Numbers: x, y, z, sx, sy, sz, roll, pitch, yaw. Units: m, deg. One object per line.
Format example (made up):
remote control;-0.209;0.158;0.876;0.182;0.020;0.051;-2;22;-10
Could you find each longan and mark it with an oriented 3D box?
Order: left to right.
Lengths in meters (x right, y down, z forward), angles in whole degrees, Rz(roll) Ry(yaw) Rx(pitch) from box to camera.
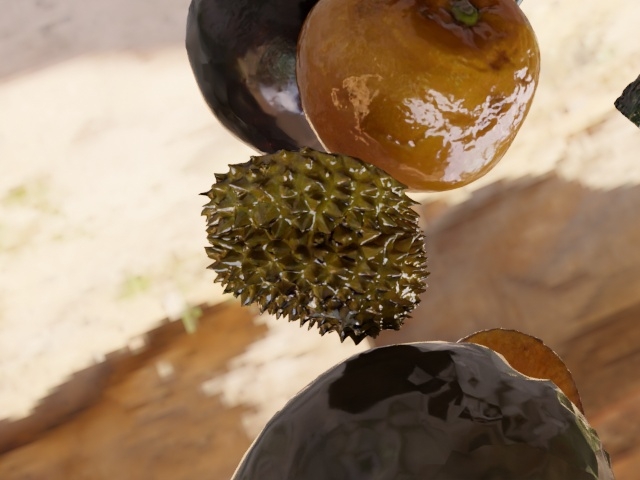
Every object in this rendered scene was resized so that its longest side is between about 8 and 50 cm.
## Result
longan;0.090;0.316;1.903;0.436;0.404;0.404;-58;172;-8

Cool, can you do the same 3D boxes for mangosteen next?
mangosteen;-0.013;-0.254;2.379;0.330;0.330;0.330;-22;169;-5

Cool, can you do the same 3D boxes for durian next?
durian;-0.003;0.012;1.895;0.250;0.138;0.183;17;149;-14

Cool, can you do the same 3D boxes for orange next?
orange;0.100;-0.177;2.075;0.261;0.261;0.261;-22;169;-5

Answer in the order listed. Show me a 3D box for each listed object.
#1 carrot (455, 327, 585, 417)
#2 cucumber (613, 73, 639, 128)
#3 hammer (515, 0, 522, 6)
carrot;0.208;0.247;2.347;0.100;0.258;0.307;-28;-151;59
cucumber;0.397;-0.215;1.838;0.293;0.067;0.067;-47;164;8
hammer;0.274;-0.348;2.399;0.199;0.013;0.062;-61;176;27
